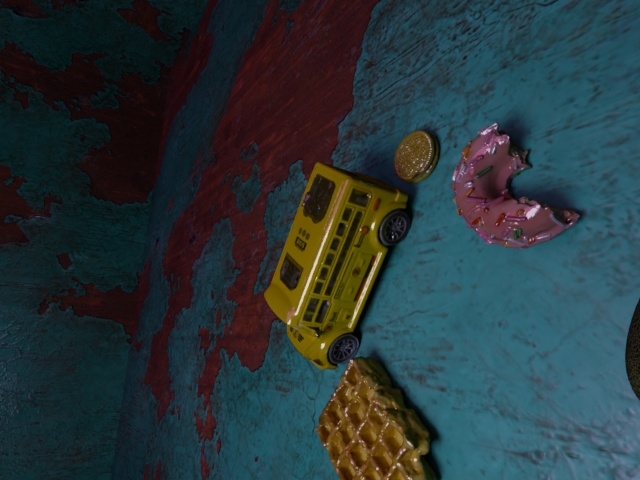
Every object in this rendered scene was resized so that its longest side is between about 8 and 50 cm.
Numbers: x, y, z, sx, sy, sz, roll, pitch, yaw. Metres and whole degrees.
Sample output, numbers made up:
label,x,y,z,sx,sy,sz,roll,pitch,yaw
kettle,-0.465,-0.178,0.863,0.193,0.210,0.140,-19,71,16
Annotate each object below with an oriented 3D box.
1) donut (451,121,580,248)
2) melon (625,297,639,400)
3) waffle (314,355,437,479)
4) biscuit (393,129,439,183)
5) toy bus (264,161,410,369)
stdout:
label,x,y,z,sx,sy,sz,roll,pitch,yaw
donut,0.213,-0.056,0.501,0.117,0.065,0.166,-49,42,35
melon,0.298,0.067,0.310,0.099,0.099,0.162,35,111,54
waffle,0.083,0.294,0.586,0.211,0.055,0.161,46,118,52
biscuit,0.150,-0.132,0.651,0.084,0.023,0.084,-23,61,50
toy bus,0.011,0.048,0.684,0.144,0.152,0.330,37,110,52
